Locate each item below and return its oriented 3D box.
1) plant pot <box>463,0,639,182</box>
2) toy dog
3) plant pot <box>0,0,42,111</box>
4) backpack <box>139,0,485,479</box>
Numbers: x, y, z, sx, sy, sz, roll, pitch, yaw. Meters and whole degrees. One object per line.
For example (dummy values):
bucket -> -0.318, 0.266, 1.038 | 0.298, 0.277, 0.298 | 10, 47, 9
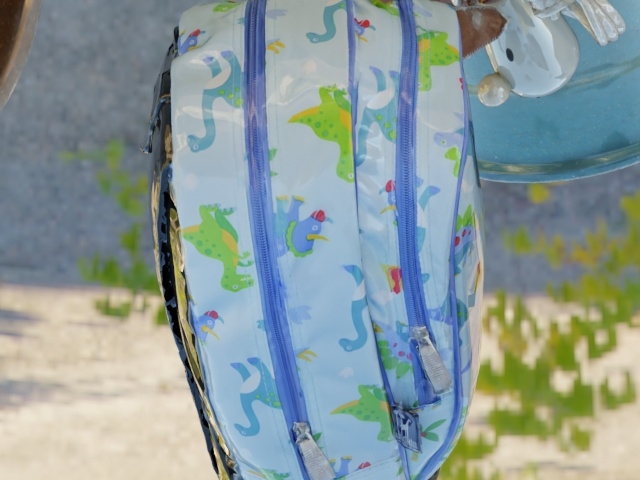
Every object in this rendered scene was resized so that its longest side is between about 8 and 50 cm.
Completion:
plant pot -> 0.197, -0.286, 1.636 | 0.341, 0.341, 0.334 | -8, 126, 17
toy dog -> 0.054, -0.205, 1.415 | 0.333, 0.161, 0.220 | 43, 178, -7
plant pot -> -0.192, -0.087, 0.517 | 0.165, 0.167, 0.167 | -6, 153, 34
backpack -> 0.000, 0.000, 1.194 | 0.273, 0.290, 0.355 | -13, 129, 19
